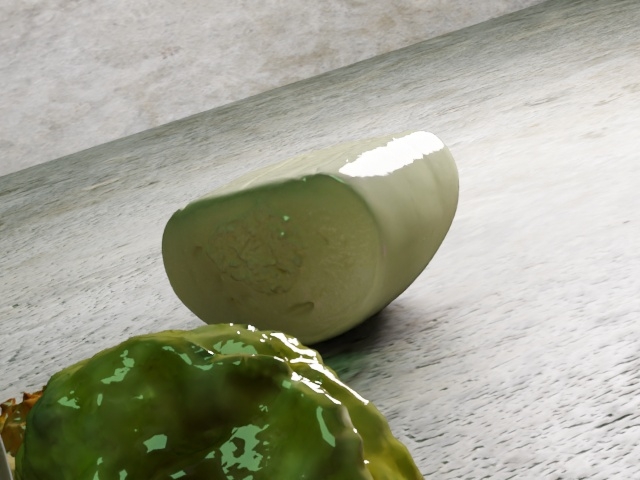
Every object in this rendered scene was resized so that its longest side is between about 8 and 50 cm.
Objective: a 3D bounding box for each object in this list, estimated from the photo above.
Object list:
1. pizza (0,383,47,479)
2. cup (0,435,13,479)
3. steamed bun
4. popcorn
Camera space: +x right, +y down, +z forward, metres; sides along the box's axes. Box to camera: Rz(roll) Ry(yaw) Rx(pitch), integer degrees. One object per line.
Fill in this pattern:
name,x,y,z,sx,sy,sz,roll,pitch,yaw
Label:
pizza,-0.173,0.149,0.895,0.365,0.074,0.182,1,30,40
cup,-0.264,0.158,0.609,0.226,0.241,0.185,-10,5,-6
steamed bun,0.000,0.000,1.111,0.250,0.155,0.200,-9,13,35
popcorn,-0.039,0.141,0.538,0.173,0.225,0.286,-24,17,-20
